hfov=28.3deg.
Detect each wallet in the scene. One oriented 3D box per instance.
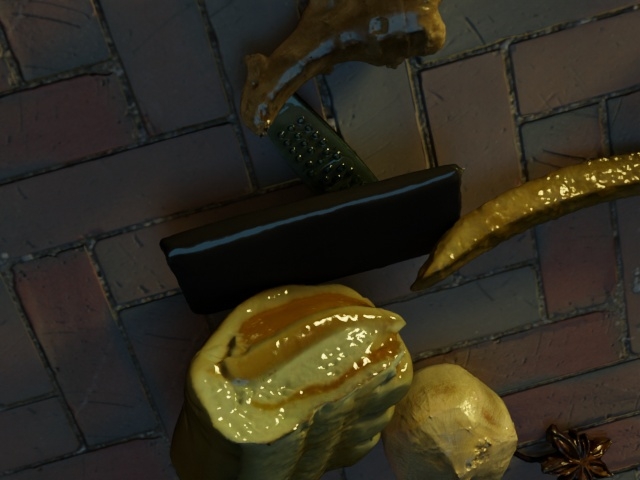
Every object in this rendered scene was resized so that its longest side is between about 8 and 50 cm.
[{"bbox_3d":[0.000,0.000,1.564,0.377,0.051,0.197,-15,153,-1],"label":"wallet"}]

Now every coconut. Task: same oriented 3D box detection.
[{"bbox_3d":[0.175,0.268,1.733,0.194,0.194,0.194,-5,125,-8],"label":"coconut"}]

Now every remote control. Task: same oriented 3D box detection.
[{"bbox_3d":[-0.004,-0.108,1.534,0.072,0.042,0.222,-34,125,14],"label":"remote control"}]

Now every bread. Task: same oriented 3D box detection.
[{"bbox_3d":[-0.056,0.207,1.629,0.300,0.210,0.341,-24,152,-24],"label":"bread"}]

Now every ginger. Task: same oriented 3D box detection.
[{"bbox_3d":[0.042,-0.241,1.426,0.333,0.081,0.148,-32,124,7],"label":"ginger"}]

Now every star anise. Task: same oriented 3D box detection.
[{"bbox_3d":[0.349,0.320,1.883,0.190,0.070,0.097,18,92,-20],"label":"star anise"}]

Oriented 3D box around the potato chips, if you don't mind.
[{"bbox_3d":[0.288,-0.040,1.593,0.407,0.080,0.057,-20,164,-10],"label":"potato chips"}]
